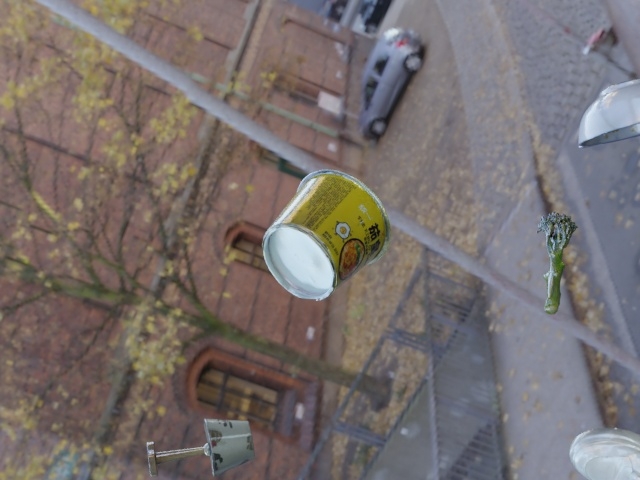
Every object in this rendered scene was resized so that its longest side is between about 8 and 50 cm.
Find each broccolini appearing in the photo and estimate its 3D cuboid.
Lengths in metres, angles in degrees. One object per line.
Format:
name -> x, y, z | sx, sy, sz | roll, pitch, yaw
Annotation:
broccolini -> 0.388, 0.030, 1.498 | 0.216, 0.067, 0.058 | -67, -11, -48

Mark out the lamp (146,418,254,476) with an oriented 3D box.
lamp -> -0.247, 0.430, 1.864 | 0.121, 0.214, 0.121 | 173, 90, -80

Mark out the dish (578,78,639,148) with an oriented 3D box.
dish -> 0.560, -0.237, 1.619 | 0.236, 0.228, 0.086 | -15, 85, 33

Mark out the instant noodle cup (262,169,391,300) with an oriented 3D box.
instant noodle cup -> 0.000, 0.000, 1.440 | 0.144, 0.182, 0.182 | -45, -9, -43

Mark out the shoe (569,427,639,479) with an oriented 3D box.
shoe -> 0.574, 0.431, 1.516 | 0.159, 0.316, 0.124 | -59, -21, -58
